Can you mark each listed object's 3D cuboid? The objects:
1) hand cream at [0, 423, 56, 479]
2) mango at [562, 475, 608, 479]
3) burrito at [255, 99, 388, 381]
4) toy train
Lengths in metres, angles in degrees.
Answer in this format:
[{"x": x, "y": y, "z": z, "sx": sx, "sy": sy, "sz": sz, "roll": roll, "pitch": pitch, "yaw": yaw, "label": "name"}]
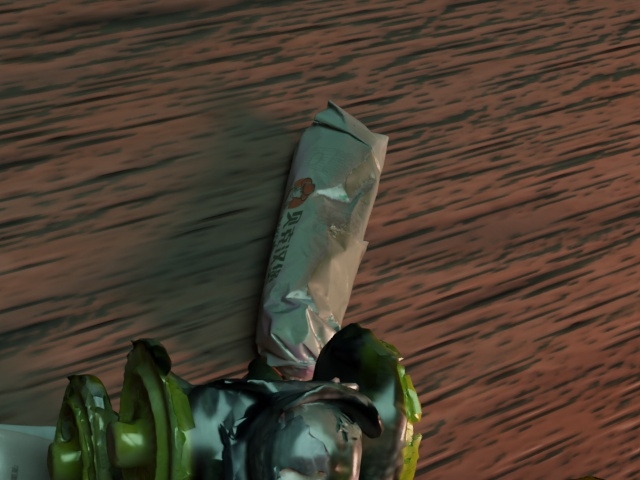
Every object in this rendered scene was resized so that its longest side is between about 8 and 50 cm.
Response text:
[{"x": -0.232, "y": 0.114, "z": 0.634, "sx": 0.216, "sy": 0.038, "sz": 0.052, "roll": 11, "pitch": 86, "yaw": -24, "label": "hand cream"}, {"x": 0.103, "y": 0.245, "z": 0.655, "sx": 0.154, "sy": 0.126, "sz": 0.252, "roll": 38, "pitch": 55, "yaw": -3, "label": "mango"}, {"x": 0.001, "y": 0.000, "z": 0.791, "sx": 0.064, "sy": 0.064, "sz": 0.203, "roll": 22, "pitch": 53, "yaw": -13, "label": "burrito"}, {"x": -0.044, "y": 0.138, "z": 0.575, "sx": 0.134, "sy": 0.261, "sz": 0.177, "roll": -2, "pitch": 77, "yaw": -25, "label": "toy train"}]
